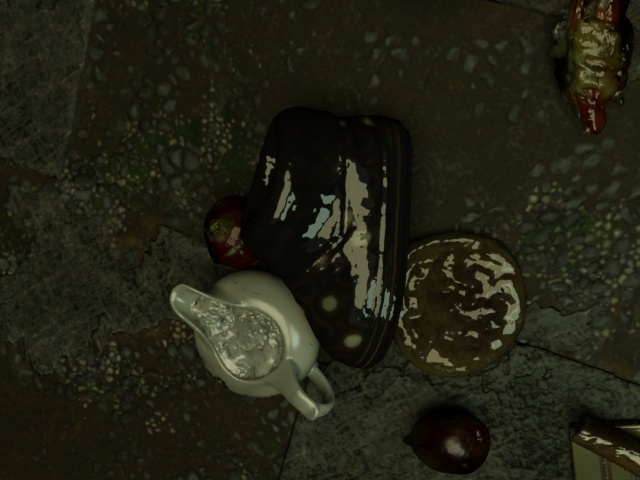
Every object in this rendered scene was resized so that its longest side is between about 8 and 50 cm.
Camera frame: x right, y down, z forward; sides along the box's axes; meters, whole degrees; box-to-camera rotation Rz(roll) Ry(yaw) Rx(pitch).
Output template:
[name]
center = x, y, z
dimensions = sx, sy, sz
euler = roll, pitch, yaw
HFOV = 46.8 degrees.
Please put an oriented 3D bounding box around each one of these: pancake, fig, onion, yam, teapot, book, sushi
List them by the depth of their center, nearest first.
[sushi]
center = 0.370, -0.260, 1.022
dimensions = 0.097, 0.103, 0.226
euler = -2, 99, -14
[yam]
center = 0.494, 0.333, 1.102
dimensions = 0.241, 0.057, 0.057
euler = 26, 106, 8
[book]
center = 0.512, 0.356, 1.144
dimensions = 0.230, 0.026, 0.161
euler = -6, 99, 14
[pancake]
center = 0.202, 0.098, 1.152
dimensions = 0.241, 0.050, 0.242
euler = 2, 98, 14
[onion]
center = -0.129, -0.017, 1.177
dimensions = 0.118, 0.118, 0.117
euler = -38, 76, 17
[fig]
center = 0.193, 0.322, 1.180
dimensions = 0.109, 0.103, 0.154
euler = 47, 143, -13
[teapot]
center = -0.091, 0.164, 1.183
dimensions = 0.299, 0.166, 0.208
euler = 39, 97, 12

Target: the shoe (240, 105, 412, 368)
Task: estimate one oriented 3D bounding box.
[shoe]
center = 0.000, 0.000, 1.089
dimensions = 0.237, 0.171, 0.384
euler = 3, 98, -10
